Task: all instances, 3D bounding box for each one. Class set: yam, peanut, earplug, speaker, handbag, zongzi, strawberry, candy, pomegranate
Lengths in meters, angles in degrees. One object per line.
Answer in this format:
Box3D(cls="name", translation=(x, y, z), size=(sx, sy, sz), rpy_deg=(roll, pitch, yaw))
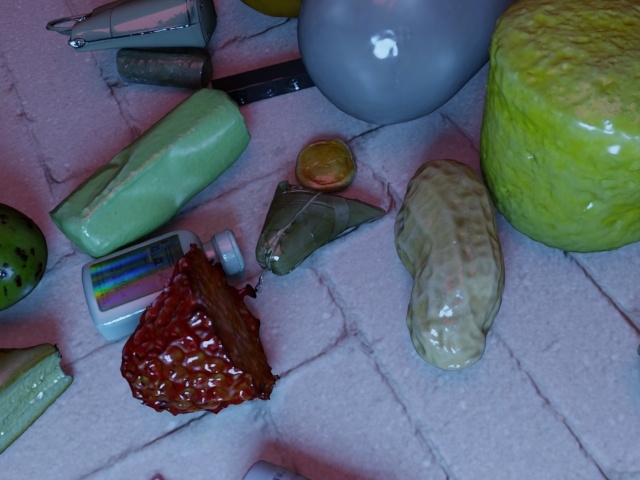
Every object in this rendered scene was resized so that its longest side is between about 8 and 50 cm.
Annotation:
Box3D(cls="yam", translation=(-0.288, -0.320, 1.257), size=(0.170, 0.068, 0.068), rpy_deg=(8, 59, 6))
Box3D(cls="peanut", translation=(0.179, 0.024, 0.949), size=(0.153, 0.140, 0.325), rpy_deg=(-3, 60, 16))
Box3D(cls="earplug", translation=(0.146, -0.381, 1.112), size=(0.313, 0.312, 0.394), rpy_deg=(36, 69, 24))
Box3D(cls="speaker", translation=(-0.101, -0.288, 1.231), size=(0.191, 0.040, 0.046), rpy_deg=(-16, 56, -4))
Box3D(cls="handbag", translation=(-0.360, -0.407, 1.284), size=(0.316, 0.109, 0.241), rpy_deg=(-10, 29, 5))
Box3D(cls="zongzi", translation=(0.000, 0.000, 1.005), size=(0.178, 0.081, 0.189), rpy_deg=(10, 48, 6))
Box3D(cls="strawberry", translation=(-0.173, 0.133, 0.883), size=(0.178, 0.234, 0.233), rpy_deg=(-29, 58, 5))
Box3D(cls="candy", translation=(-0.266, -0.113, 1.083), size=(0.142, 0.132, 0.343), rpy_deg=(36, 66, 22))
Box3D(cls="pomegranate", translation=(-0.515, 0.009, 0.992), size=(0.179, 0.210, 0.179), rpy_deg=(-34, 28, 21))

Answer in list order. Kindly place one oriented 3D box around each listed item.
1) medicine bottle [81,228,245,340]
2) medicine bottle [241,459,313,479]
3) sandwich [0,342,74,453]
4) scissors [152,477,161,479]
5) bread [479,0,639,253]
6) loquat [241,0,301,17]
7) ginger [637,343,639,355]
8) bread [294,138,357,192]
Box3D(cls="medicine bottle", translation=(-0.228, 0.053, 1.001), size=(0.229, 0.083, 0.121), rpy_deg=(-20, 55, -9))
Box3D(cls="medicine bottle", translation=(0.025, 0.345, 0.783), size=(0.260, 0.095, 0.095), rpy_deg=(18, 61, 15))
Box3D(cls="sandwich", translation=(-0.464, 0.215, 0.896), size=(0.236, 0.122, 0.128), rpy_deg=(-8, 55, 0))
Box3D(cls="scissors", translation=(-0.204, 0.397, 0.814), size=(0.110, 0.021, 0.212), rpy_deg=(-17, 57, -9))
Box3D(cls="bread", translation=(0.398, -0.167, 0.947), size=(0.348, 0.307, 0.348), rpy_deg=(-2, 51, 2))
Box3D(cls="loquat", translation=(-0.052, -0.573, 1.251), size=(0.329, 0.328, 0.328), rpy_deg=(-3, 57, 4))
Box3D(cls="ginger", translation=(0.529, 0.178, 0.835), size=(0.263, 0.116, 0.109), rpy_deg=(5, 99, 3))
Box3D(cls="bread", translation=(0.009, -0.124, 1.124), size=(0.110, 0.024, 0.110), rpy_deg=(-3, 57, 4))
